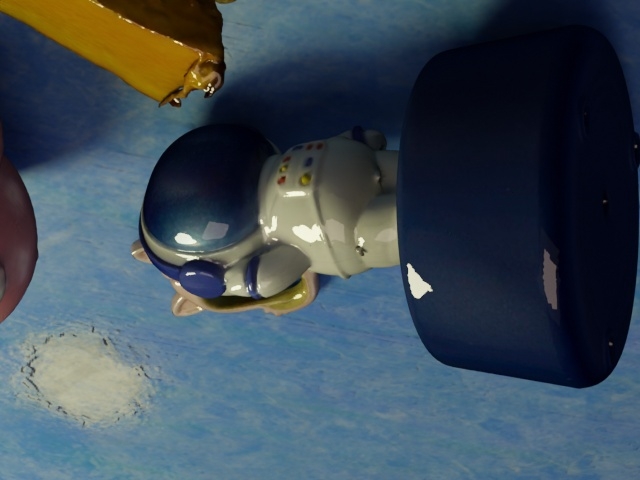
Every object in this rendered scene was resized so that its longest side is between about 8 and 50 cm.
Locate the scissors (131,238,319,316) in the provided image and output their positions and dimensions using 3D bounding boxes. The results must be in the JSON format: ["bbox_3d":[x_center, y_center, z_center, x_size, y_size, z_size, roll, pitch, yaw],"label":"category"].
[{"bbox_3d":[0.000,0.000,1.658,0.317,0.024,0.160,-14,135,16],"label":"scissors"}]

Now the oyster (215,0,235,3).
[{"bbox_3d":[-0.114,-0.220,1.399,0.148,0.051,0.103,26,133,-24],"label":"oyster"}]

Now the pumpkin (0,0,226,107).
[{"bbox_3d":[-0.115,-0.253,1.218,0.225,0.256,0.303,28,106,-21],"label":"pumpkin"}]

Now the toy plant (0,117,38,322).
[{"bbox_3d":[-0.328,-0.089,1.458,0.317,0.210,0.356,-32,133,-13],"label":"toy plant"}]

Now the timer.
[{"bbox_3d":[0.038,-0.023,1.492,0.383,0.270,0.270,-1,139,20],"label":"timer"}]
